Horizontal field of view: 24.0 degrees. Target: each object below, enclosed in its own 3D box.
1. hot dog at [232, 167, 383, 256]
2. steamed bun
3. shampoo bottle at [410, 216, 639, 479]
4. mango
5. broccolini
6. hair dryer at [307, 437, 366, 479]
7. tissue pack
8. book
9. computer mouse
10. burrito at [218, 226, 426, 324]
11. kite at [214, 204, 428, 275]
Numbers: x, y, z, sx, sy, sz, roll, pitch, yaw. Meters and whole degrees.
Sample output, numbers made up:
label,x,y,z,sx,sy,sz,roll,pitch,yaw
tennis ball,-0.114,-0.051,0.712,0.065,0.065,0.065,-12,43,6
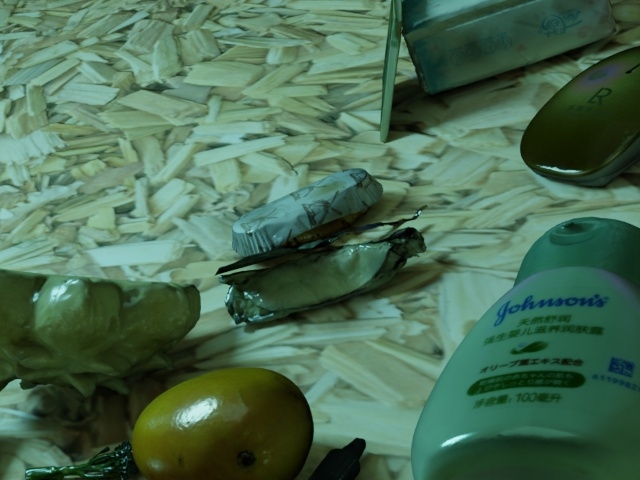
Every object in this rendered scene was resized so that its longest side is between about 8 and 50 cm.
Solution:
label,x,y,z,sx,sy,sz,roll,pitch,yaw
hot dog,-0.014,-0.030,1.773,0.192,0.053,0.099,-26,27,-15
steamed bun,-0.267,0.099,1.577,0.295,0.137,0.292,8,-8,-27
shampoo bottle,0.206,0.109,1.221,0.222,0.151,0.349,-10,27,27
mango,-0.096,0.178,1.372,0.145,0.112,0.219,-33,14,-34
broccolini,-0.235,0.219,1.472,0.140,0.035,0.030,-9,24,27
hair dryer,-0.006,0.234,1.247,0.128,0.070,0.255,-3,27,33
tissue pack,0.246,-0.309,2.035,0.271,0.124,0.201,-18,27,9
book,0.093,-0.243,1.986,0.013,0.168,0.192,6,28,0
computer mouse,0.363,-0.163,1.726,0.310,0.071,0.158,-34,30,-27
burrito,0.003,0.038,1.623,0.230,0.058,0.063,-14,21,10
kite,0.000,0.001,1.657,0.245,0.015,0.141,-17,0,-22
